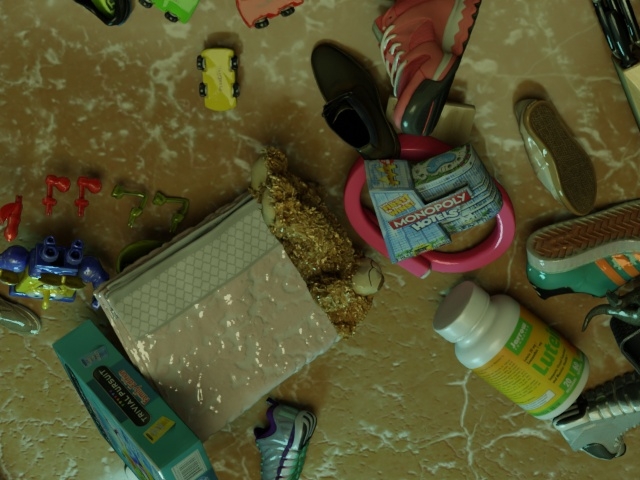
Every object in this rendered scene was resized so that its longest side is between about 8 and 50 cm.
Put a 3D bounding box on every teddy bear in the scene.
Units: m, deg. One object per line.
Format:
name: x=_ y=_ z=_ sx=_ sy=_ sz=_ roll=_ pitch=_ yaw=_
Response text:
teddy bear: x=0.000 y=0.000 z=1.762 sx=0.113 sy=0.245 sz=0.338 roll=-31 pitch=109 yaw=4

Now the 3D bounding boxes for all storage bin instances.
storage bin: x=0.586 y=0.144 z=1.899 sx=0.180 sy=0.084 sz=0.122 roll=-37 pitch=110 yaw=18

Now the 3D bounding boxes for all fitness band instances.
fitness band: x=0.170 y=-0.048 z=1.803 sx=0.291 sy=0.054 sz=0.209 roll=33 pitch=124 yaw=-22

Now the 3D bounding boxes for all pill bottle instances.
pill bottle: x=0.309 y=0.175 z=1.891 sx=0.246 sy=0.136 sz=0.136 roll=36 pitch=111 yaw=-15

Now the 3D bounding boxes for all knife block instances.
knife block: x=0.483 y=-0.240 z=1.716 sx=0.242 sy=0.088 sz=0.275 roll=18 pitch=115 yaw=-6

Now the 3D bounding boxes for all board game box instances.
board game box: x=0.151 y=-0.063 z=1.689 sx=0.194 sy=0.060 sz=0.194 roll=-21 pitch=144 yaw=18
board game box: x=-0.280 y=0.314 z=1.837 sx=0.079 sy=0.336 sz=0.253 roll=-35 pitch=138 yaw=-20

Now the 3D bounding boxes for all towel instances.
towel: x=-0.148 y=0.120 z=1.832 sx=0.332 sy=0.053 sz=0.316 roll=-35 pitch=115 yaw=-18

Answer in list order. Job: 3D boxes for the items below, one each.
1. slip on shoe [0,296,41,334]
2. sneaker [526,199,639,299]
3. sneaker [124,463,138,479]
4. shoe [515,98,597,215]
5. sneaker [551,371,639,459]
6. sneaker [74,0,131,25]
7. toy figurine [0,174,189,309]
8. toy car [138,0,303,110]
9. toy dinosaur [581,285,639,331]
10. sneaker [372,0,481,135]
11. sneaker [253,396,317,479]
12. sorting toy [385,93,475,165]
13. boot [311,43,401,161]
slip on shoe: x=-0.536 y=0.123 z=1.939 sx=0.135 sy=0.041 sz=0.051 roll=37 pitch=111 yaw=-15
sneaker: x=0.476 y=0.020 z=1.842 sx=0.302 sy=0.108 sz=0.121 roll=-10 pitch=135 yaw=0
sneaker: x=-0.235 y=0.485 z=2.047 sx=0.270 sy=0.145 sz=0.090 roll=34 pitch=112 yaw=-13
shoe: x=0.366 y=-0.132 z=1.794 sx=0.076 sy=0.058 sz=0.219 roll=-40 pitch=116 yaw=-15
sneaker: x=0.527 y=0.310 z=1.988 sx=0.229 sy=0.086 sz=0.132 roll=-20 pitch=119 yaw=21
sneaker: x=-0.343 y=-0.391 z=1.669 sx=0.067 sy=0.078 sz=0.188 roll=-31 pitch=110 yaw=15
toy figurine: x=-0.406 y=0.024 z=1.859 sx=0.363 sy=0.191 sz=0.217 roll=6 pitch=157 yaw=-23
toy car: x=-0.171 y=-0.337 z=1.705 sx=0.225 sy=0.053 sz=0.239 roll=30 pitch=112 yaw=-12
toy dinosaur: x=0.548 y=0.088 z=1.771 sx=0.160 sy=0.121 sz=0.313 roll=22 pitch=125 yaw=-35
sneaker: x=0.127 y=-0.257 z=1.613 sx=0.136 sy=0.313 sz=0.116 roll=20 pitch=134 yaw=4
sneaker: x=-0.080 y=0.382 z=2.047 sx=0.098 sy=0.083 sz=0.223 roll=25 pitch=113 yaw=15
sorting toy: x=0.159 y=-0.161 z=1.775 sx=0.132 sy=0.046 sz=0.274 roll=8 pitch=130 yaw=-2
boot: x=0.041 y=-0.208 z=1.685 sx=0.082 sy=0.106 sz=0.219 roll=-35 pitch=76 yaw=14
